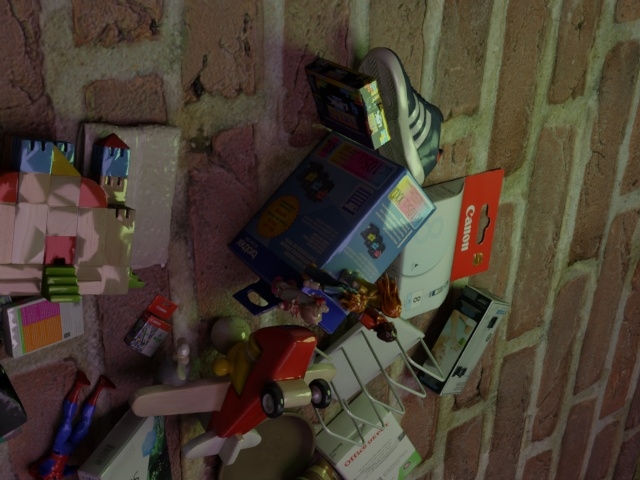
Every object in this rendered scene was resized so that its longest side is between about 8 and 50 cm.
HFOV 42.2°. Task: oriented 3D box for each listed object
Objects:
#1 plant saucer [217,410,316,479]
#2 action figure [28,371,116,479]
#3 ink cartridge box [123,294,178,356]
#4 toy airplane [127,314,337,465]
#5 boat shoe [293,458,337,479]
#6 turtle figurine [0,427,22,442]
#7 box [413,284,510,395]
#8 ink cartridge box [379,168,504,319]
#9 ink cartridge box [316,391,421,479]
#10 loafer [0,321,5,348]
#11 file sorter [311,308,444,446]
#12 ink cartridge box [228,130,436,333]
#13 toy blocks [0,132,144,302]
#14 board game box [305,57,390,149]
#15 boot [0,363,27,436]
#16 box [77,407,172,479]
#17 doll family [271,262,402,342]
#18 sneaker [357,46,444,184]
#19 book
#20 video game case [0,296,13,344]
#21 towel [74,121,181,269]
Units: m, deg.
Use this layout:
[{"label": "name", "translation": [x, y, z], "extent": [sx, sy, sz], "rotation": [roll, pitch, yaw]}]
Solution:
[{"label": "plant saucer", "translation": [-0.133, 0.527, 2.012], "extent": [0.278, 0.041, 0.277], "rotation": [-18, 124, -29]}, {"label": "action figure", "translation": [-0.481, 0.411, 1.608], "extent": [0.091, 0.139, 0.280], "rotation": [21, 103, -43]}, {"label": "ink cartridge box", "translation": [-0.333, 0.171, 1.658], "extent": [0.115, 0.029, 0.063], "rotation": [-53, 134, -1]}, {"label": "toy airplane", "translation": [-0.166, 0.293, 1.733], "extent": [0.385, 0.272, 0.386], "rotation": [-23, 157, 1]}, {"label": "boat shoe", "translation": [0.013, 0.671, 2.142], "extent": [0.120, 0.123, 0.324], "rotation": [-49, 152, -28]}, {"label": "turtle figurine", "translation": [-0.657, 0.378, 1.465], "extent": [0.234, 0.118, 0.175], "rotation": [-40, 133, -22]}, {"label": "box", "translation": [0.380, 0.269, 2.213], "extent": [0.289, 0.087, 0.169], "rotation": [-61, 151, 7]}, {"label": "ink cartridge box", "translation": [0.321, 0.008, 2.047], "extent": [0.385, 0.091, 0.308], "rotation": [-15, 123, -31]}, {"label": "ink cartridge box", "translation": [0.126, 0.554, 2.181], "extent": [0.198, 0.115, 0.272], "rotation": [-42, 133, -12]}, {"label": "loafer", "translation": [-0.601, 0.211, 1.413], "extent": [0.062, 0.061, 0.170], "rotation": [34, 92, -45]}, {"label": "file sorter", "translation": [0.125, 0.327, 1.960], "extent": [0.278, 0.173, 0.193], "rotation": [-42, 137, 14]}, {"label": "ink cartridge box", "translation": [0.000, 0.000, 1.659], "extent": [0.395, 0.270, 0.151], "rotation": [-51, 130, -4]}, {"label": "toy blocks", "translation": [-0.446, -0.050, 1.311], "extent": [0.382, 0.191, 0.260], "rotation": [1, 100, -36]}, {"label": "board game box", "translation": [0.052, -0.268, 1.619], "extent": [0.048, 0.170, 0.141], "rotation": [-35, 131, -21]}, {"label": "boot", "translation": [-0.729, 0.254, 1.249], "extent": [0.445, 0.146, 0.367], "rotation": [-29, 126, -9]}, {"label": "box", "translation": [-0.389, 0.513, 1.706], "extent": [0.232, 0.059, 0.321], "rotation": [-54, 151, -53]}, {"label": "doll family", "translation": [0.049, 0.095, 1.456], "extent": [0.263, 0.163, 0.118], "rotation": [16, 101, -34]}, {"label": "sneaker", "translation": [0.184, -0.281, 1.761], "extent": [0.148, 0.131, 0.350], "rotation": [-42, 139, -22]}, {"label": "book", "translation": [-0.496, 0.143, 1.492], "extent": [0.144, 0.035, 0.096], "rotation": [-17, 119, -44]}, {"label": "video game case", "translation": [-0.622, 0.133, 1.411], "extent": [0.190, 0.022, 0.173], "rotation": [-24, 128, -26]}, {"label": "towel", "translation": [-0.351, -0.076, 1.493], "extent": [0.187, 0.049, 0.282], "rotation": [-5, 116, -37]}]
